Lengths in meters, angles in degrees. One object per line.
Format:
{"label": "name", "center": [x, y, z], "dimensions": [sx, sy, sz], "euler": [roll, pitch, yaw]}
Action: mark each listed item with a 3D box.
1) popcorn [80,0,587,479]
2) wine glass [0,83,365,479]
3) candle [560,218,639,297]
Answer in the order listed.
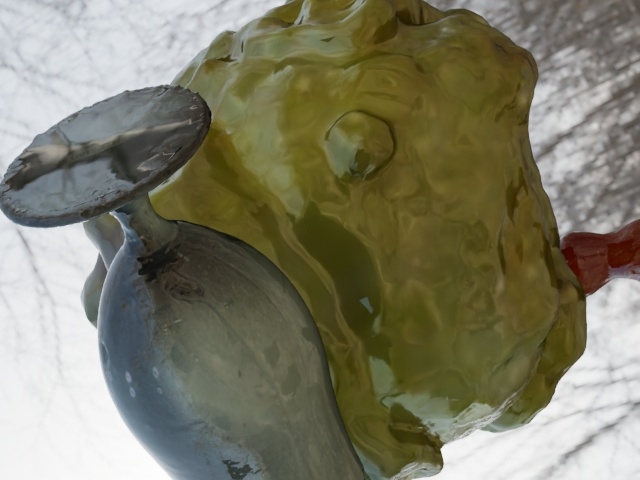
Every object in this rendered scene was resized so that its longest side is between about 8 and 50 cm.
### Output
{"label": "popcorn", "center": [0.009, -0.005, 0.767], "dimensions": [0.312, 0.312, 0.312], "euler": [41, -145, -38]}
{"label": "wine glass", "center": [-0.048, 0.042, 0.541], "dimensions": [0.093, 0.093, 0.202], "euler": [-77, -29, -50]}
{"label": "candle", "center": [0.297, -0.009, 0.865], "dimensions": [0.051, 0.329, 0.048], "euler": [-83, -21, -56]}
